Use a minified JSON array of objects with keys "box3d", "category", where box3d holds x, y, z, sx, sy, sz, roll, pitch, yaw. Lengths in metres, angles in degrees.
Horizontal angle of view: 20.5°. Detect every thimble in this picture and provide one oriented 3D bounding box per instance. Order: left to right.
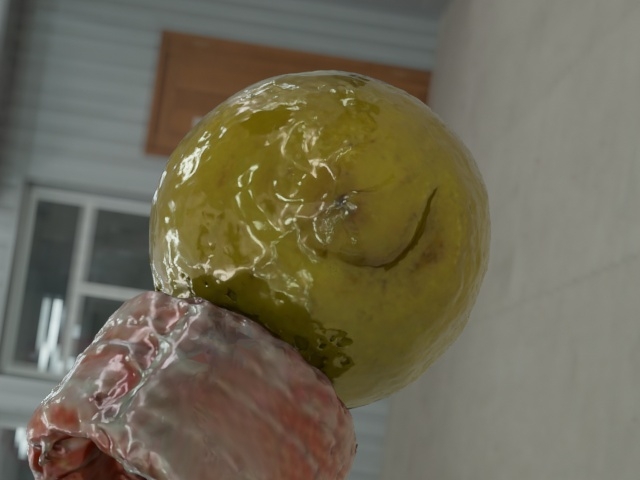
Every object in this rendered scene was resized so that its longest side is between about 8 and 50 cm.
[{"box3d":[-0.098,0.164,1.327,0.162,0.239,0.239,-53,-13,-32],"category":"thimble"}]

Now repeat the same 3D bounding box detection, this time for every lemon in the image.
[{"box3d":[-0.001,0.000,1.437,0.297,0.297,0.297,-172,90,-87],"category":"lemon"}]

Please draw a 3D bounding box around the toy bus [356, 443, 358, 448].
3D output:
[{"box3d":[-0.073,0.230,1.840,0.096,0.235,0.073,54,131,25],"category":"toy bus"}]
